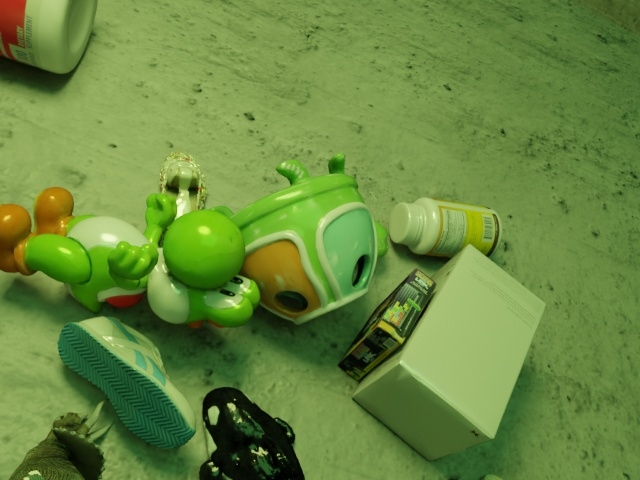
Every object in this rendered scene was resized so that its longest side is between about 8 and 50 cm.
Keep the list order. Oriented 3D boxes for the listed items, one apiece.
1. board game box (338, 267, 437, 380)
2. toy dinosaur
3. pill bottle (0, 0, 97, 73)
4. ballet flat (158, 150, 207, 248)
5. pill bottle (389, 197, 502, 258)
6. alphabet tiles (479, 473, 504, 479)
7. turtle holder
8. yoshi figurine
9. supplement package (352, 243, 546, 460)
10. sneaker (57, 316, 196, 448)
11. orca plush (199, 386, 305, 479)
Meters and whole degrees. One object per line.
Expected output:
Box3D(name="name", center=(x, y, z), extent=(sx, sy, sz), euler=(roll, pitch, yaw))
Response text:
Box3D(name="board game box", center=(0.109, 0.141, 0.877), extent=(0.048, 0.170, 0.141), euler=(37, 51, 4))
Box3D(name="toy dinosaur", center=(-0.314, 0.336, 0.592), extent=(0.161, 0.121, 0.313), euler=(-5, 58, -20))
Box3D(name="pill bottle", center=(-0.622, -0.461, 0.906), extent=(0.408, 0.229, 0.228), euler=(16, 54, -14))
Box3D(name="ballet flat", center=(-0.239, -0.076, 0.923), extent=(0.091, 0.077, 0.240), euler=(5, 56, -21))
Box3D(name="pill bottle", center=(0.254, -0.024, 1.085), extent=(0.215, 0.117, 0.117), euler=(7, 56, -20))
Box3D(name="alphabet tiles", center=(0.283, 0.520, 0.801), extent=(0.278, 0.021, 0.284), euler=(30, 52, -4))
Box3D(name="turtle holder", center=(-0.018, 0.008, 0.896), extent=(0.244, 0.320, 0.227), euler=(-26, 84, 9))
Box3D(name="yoshi figurine", center=(-0.252, 0.003, 0.741), extent=(0.363, 0.203, 0.203), euler=(17, 70, 2))
Box3D(name="supplement package", center=(0.220, 0.184, 0.894), extent=(0.175, 0.177, 0.293), euler=(39, 51, 3))
Box3D(name="sneaker", center=(-0.248, 0.184, 0.726), extent=(0.229, 0.087, 0.092), euler=(40, 17, 13))
Box3D(name="orca plush", center=(-0.077, 0.323, 0.716), extent=(0.151, 0.102, 0.287), euler=(-5, 61, -27))
